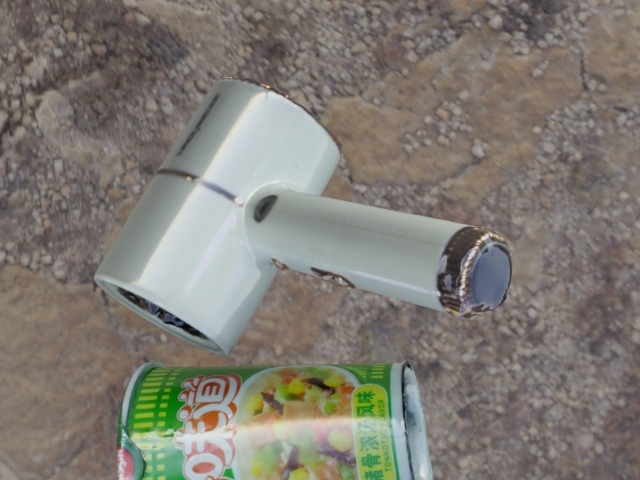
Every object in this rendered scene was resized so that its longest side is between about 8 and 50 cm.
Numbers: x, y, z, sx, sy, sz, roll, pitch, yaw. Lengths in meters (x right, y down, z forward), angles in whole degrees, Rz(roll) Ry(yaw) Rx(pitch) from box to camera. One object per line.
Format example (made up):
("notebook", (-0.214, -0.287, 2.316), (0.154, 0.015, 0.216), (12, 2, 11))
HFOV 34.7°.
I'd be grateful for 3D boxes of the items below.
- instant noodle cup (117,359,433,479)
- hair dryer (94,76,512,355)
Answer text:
("instant noodle cup", (-0.029, 0.190, 0.868), (0.232, 0.207, 0.207), (-8, 120, 10))
("hair dryer", (0.000, 0.000, 0.752), (0.128, 0.362, 0.203), (43, 70, -41))
